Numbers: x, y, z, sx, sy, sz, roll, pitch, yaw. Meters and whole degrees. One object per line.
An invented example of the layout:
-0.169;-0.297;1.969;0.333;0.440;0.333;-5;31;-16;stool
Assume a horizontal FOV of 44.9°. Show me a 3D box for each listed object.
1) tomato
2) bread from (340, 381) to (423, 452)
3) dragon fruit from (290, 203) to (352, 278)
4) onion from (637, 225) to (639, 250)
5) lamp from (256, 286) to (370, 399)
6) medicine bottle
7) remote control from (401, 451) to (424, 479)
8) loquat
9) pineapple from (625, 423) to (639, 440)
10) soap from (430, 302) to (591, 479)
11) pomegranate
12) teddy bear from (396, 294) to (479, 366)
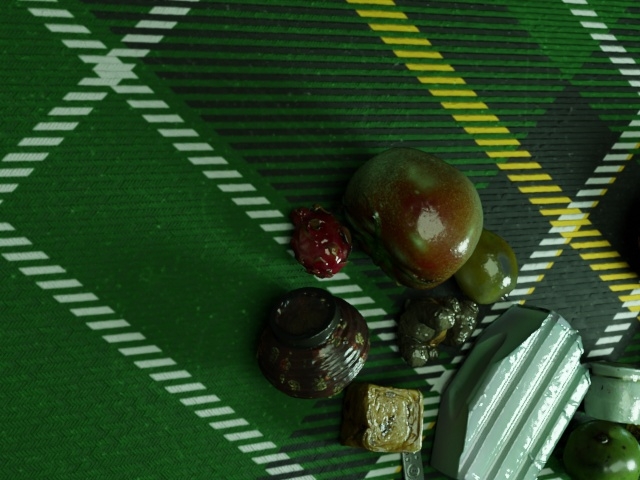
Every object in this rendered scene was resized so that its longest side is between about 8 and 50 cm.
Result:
0.200;-0.052;1.642;0.239;0.303;0.303;-42;104;-14;tomato
0.136;0.391;1.700;0.158;0.143;0.149;13;79;-20;bread
0.000;0.000;1.656;0.133;0.136;0.166;-16;68;-49;dragon fruit
0.980;-0.005;1.937;0.358;0.345;0.358;19;50;-24;onion
-0.013;0.219;1.603;0.247;0.247;0.246;0;91;-21;lamp
0.734;0.374;1.925;0.147;0.147;0.143;8;85;-21;medicine bottle
0.217;0.568;1.796;0.050;0.027;0.184;-6;88;-22;remote control
0.377;0.054;1.788;0.152;0.152;0.195;-25;87;-19;loquat
0.926;0.378;1.991;0.161;0.158;0.334;21;83;-20;pineapple
0.439;0.376;1.807;0.261;0.156;0.446;37;78;-17;soap
0.692;0.552;1.906;0.187;0.187;0.225;-25;127;-19;pomegranate
0.272;0.191;1.765;0.190;0.140;0.177;7;120;-30;teddy bear
